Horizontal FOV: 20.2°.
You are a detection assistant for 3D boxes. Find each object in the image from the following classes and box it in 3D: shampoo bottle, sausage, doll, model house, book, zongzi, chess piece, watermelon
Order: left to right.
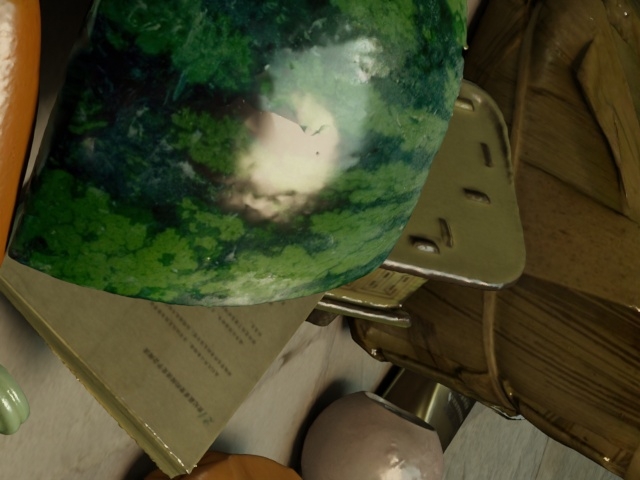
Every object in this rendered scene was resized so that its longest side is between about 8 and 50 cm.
[{"bbox_3d":[-0.243,0.121,1.145,0.103,0.067,0.067,-42,150,-25],"label":"chess piece"},{"bbox_3d":[-0.204,-0.057,1.000,0.098,0.098,0.238,-27,139,-55],"label":"sausage"},{"bbox_3d":[-0.080,-0.011,1.237,0.215,0.025,0.283,51,59,-18],"label":"book"},{"bbox_3d":[-0.085,0.246,1.538,0.136,0.120,0.241,-35,161,16],"label":"sausage"},{"bbox_3d":[-0.011,-0.126,1.089,0.292,0.222,0.319,-62,180,27],"label":"watermelon"},{"bbox_3d":[0.000,0.000,1.488,0.278,0.218,0.205,-43,-139,45],"label":"model house"},{"bbox_3d":[0.011,0.293,1.777,0.287,0.151,0.151,-61,158,1],"label":"doll"},{"bbox_3d":[0.178,0.089,1.996,0.350,0.084,0.125,-53,153,-26],"label":"shampoo bottle"},{"bbox_3d":[0.314,-0.037,1.661,0.218,0.467,0.500,7,106,-61],"label":"zongzi"}]
